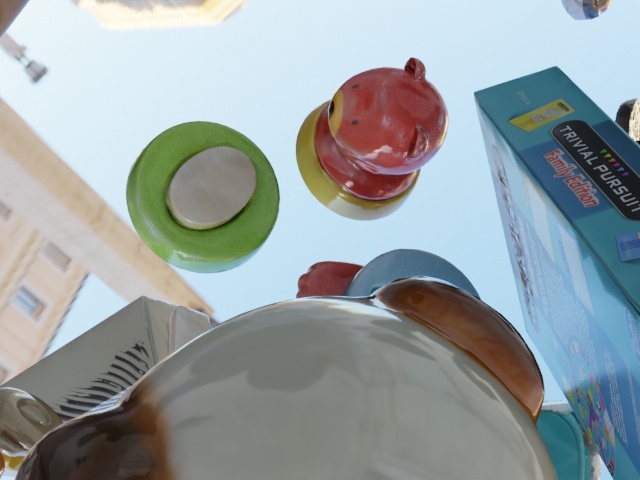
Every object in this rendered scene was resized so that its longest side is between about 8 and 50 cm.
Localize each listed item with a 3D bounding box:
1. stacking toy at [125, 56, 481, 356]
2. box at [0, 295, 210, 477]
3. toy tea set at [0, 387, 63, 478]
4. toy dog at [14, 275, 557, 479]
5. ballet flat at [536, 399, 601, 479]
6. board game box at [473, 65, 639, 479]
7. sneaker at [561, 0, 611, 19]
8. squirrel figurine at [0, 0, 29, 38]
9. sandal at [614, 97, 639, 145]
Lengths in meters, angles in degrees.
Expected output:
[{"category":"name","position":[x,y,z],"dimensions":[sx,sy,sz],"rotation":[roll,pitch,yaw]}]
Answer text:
[{"category":"stacking toy","position":[0.000,0.000,0.846],"dimensions":[0.130,0.279,0.309],"rotation":[141,-58,-61]},{"category":"box","position":[-0.247,0.168,1.143],"dimensions":[0.275,0.113,0.094],"rotation":[-32,-122,26]},{"category":"toy tea set","position":[-0.304,0.234,0.933],"dimensions":[0.124,0.200,0.336],"rotation":[-51,-122,12]},{"category":"toy dog","position":[0.040,0.216,0.379],"dimensions":[0.284,0.408,0.395],"rotation":[-25,157,-19]},{"category":"ballet flat","position":[0.173,0.328,1.013],"dimensions":[0.147,0.147,0.409],"rotation":[-136,-120,-65]},{"category":"board game box","position":[0.219,0.051,0.765],"dimensions":[0.079,0.254,0.336],"rotation":[-18,-149,1]},{"category":"sneaker","position":[0.283,-0.369,0.939],"dimensions":[0.180,0.321,0.124],"rotation":[-6,-175,10]},{"category":"squirrel figurine","position":[-0.406,-0.381,0.981],"dimensions":[0.397,0.370,0.281],"rotation":[-6,-129,60]},{"category":"sandal","position":[0.474,-0.029,1.460],"dimensions":[0.107,0.167,0.446],"rotation":[-6,-134,18]}]
